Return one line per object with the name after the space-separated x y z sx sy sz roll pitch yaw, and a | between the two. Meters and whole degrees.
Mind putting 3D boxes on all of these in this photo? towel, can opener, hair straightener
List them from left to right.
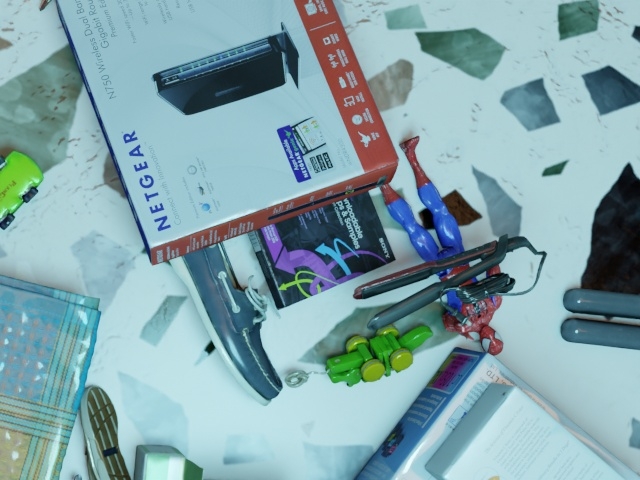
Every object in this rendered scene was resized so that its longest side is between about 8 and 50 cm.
-0.412 0.207 1.678 0.271 0.040 0.370 15 80 -9 | towel
0.158 0.059 1.737 0.230 0.047 0.089 -18 71 -11 | hair straightener
0.442 0.104 1.869 0.283 0.095 0.076 6 86 -9 | can opener

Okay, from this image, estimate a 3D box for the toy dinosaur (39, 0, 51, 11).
-0.300 -0.325 1.794 0.090 0.047 0.082 -16 72 0 | toy dinosaur

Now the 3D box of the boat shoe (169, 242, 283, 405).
-0.104 0.070 1.783 0.079 0.095 0.254 -29 83 1 | boat shoe

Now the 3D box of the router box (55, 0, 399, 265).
-0.110 -0.177 1.759 0.301 0.082 0.335 -20 77 -10 | router box

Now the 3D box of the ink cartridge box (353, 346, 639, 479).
0.156 0.359 1.781 0.270 0.151 0.395 39 80 -5 | ink cartridge box

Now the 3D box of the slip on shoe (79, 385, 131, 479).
-0.258 0.238 1.772 0.041 0.051 0.135 -25 80 34 | slip on shoe

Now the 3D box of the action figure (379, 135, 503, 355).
0.154 0.015 1.809 0.091 0.139 0.280 -29 95 -8 | action figure

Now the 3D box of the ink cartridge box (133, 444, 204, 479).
-0.177 0.321 1.683 0.056 0.235 0.171 6 86 -10 | ink cartridge box

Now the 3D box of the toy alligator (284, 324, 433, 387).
0.048 0.152 1.824 0.190 0.056 0.051 -20 132 -12 | toy alligator

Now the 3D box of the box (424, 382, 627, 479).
0.225 0.259 1.678 0.170 0.091 0.130 41 82 -5 | box

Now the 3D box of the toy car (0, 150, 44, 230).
-0.406 -0.007 1.753 0.239 0.053 0.225 42 81 -6 | toy car

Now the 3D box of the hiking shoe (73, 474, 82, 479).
-0.364 0.349 1.739 0.227 0.086 0.114 -18 74 -13 | hiking shoe

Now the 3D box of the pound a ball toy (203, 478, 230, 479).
-0.116 0.428 1.698 0.136 0.208 0.319 10 81 -37 | pound a ball toy

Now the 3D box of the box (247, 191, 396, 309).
0.000 0.000 1.814 0.162 0.029 0.116 -23 92 -27 | box
